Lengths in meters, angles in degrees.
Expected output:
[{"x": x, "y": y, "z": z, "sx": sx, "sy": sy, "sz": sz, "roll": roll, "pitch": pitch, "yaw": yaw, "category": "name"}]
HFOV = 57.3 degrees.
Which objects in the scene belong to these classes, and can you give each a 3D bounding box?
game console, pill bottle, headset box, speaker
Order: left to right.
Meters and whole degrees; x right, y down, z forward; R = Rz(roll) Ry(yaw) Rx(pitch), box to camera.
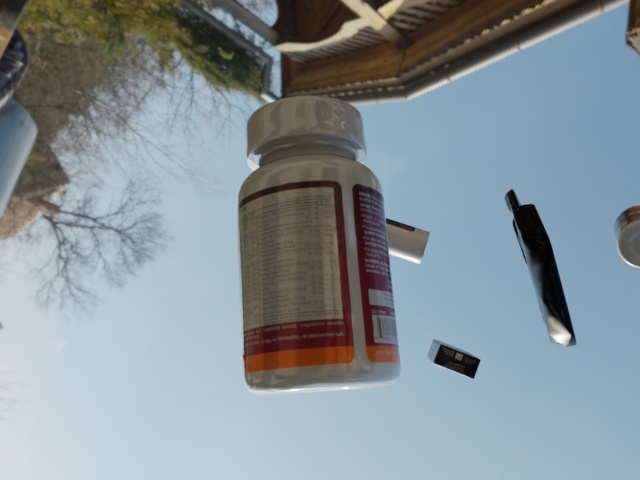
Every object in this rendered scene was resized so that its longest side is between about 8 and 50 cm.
[{"x": -0.006, "y": 0.007, "z": 0.471, "sx": 0.121, "sy": 0.121, "sz": 0.221, "roll": -21, "pitch": -113, "yaw": 46, "category": "pill bottle"}, {"x": 0.103, "y": -0.008, "z": 0.929, "sx": 0.055, "sy": 0.136, "sz": 0.055, "roll": 18, "pitch": 90, "yaw": -82, "category": "speaker"}, {"x": 0.196, "y": 0.175, "z": 0.874, "sx": 0.083, "sy": 0.062, "sz": 0.032, "roll": 68, "pitch": 43, "yaw": -85, "category": "headset box"}, {"x": 0.375, "y": 0.006, "z": 1.038, "sx": 0.043, "sy": 0.213, "sz": 0.361, "roll": -17, "pitch": -154, "yaw": 16, "category": "game console"}, {"x": 0.701, "y": -0.017, "z": 1.281, "sx": 0.108, "sy": 0.108, "sz": 0.180, "roll": -43, "pitch": 178, "yaw": 28, "category": "pill bottle"}]
